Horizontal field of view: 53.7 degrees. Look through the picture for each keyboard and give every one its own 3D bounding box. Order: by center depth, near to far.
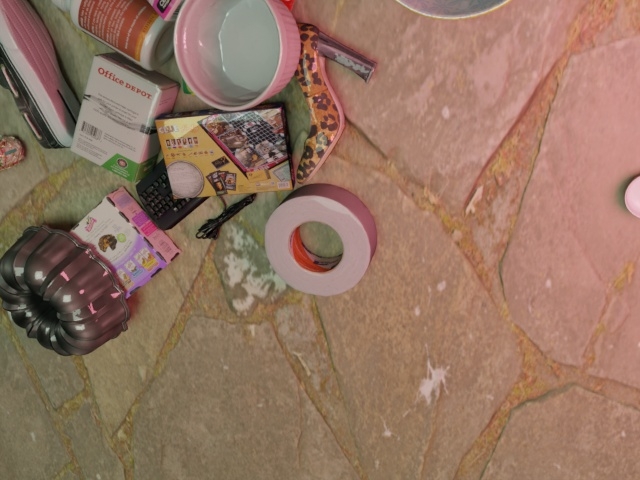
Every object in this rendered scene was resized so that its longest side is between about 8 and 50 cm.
[{"bbox_3d":[-0.234,-0.114,1.306,0.317,0.033,0.201,-36,101,28],"label":"keyboard"}]

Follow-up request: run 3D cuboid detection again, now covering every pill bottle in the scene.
[{"bbox_3d":[-0.372,-0.415,1.154,0.216,0.121,0.121,31,119,1],"label":"pill bottle"}]

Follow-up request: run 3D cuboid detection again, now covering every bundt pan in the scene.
[{"bbox_3d":[-0.603,0.133,1.438,0.330,0.124,0.331,15,129,20],"label":"bundt pan"}]

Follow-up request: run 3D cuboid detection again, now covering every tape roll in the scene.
[{"bbox_3d":[0.000,0.000,1.264,0.219,0.072,0.219,6,115,14],"label":"tape roll"}]

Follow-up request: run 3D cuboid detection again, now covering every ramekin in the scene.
[{"bbox_3d":[-0.131,-0.326,1.061,0.207,0.109,0.207,7,108,23],"label":"ramekin"}]

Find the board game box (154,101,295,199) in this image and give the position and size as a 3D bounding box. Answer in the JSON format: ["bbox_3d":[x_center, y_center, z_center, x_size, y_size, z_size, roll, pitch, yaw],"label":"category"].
[{"bbox_3d":[-0.179,-0.170,1.215,0.243,0.042,0.165,-3,117,8],"label":"board game box"}]

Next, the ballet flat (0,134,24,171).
[{"bbox_3d":[-0.771,-0.178,1.413,0.240,0.077,0.091,-16,110,24],"label":"ballet flat"}]

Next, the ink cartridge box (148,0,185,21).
[{"bbox_3d":[-0.304,-0.560,1.043,0.175,0.069,0.371,-43,80,33],"label":"ink cartridge box"}]

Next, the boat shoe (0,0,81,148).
[{"bbox_3d":[-0.591,-0.331,1.260,0.119,0.121,0.335,-12,112,17],"label":"boat shoe"}]

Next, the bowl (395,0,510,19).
[{"bbox_3d":[0.207,-0.482,0.925,0.289,0.156,0.290,7,116,14],"label":"bowl"}]

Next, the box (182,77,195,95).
[{"bbox_3d":[-0.180,-0.320,1.178,0.179,0.043,0.105,8,117,18],"label":"box"}]

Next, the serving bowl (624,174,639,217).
[{"bbox_3d":[0.563,-0.080,1.079,0.083,0.027,0.083,7,117,14],"label":"serving bowl"}]

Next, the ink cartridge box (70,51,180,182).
[{"bbox_3d":[-0.387,-0.245,1.252,0.153,0.087,0.209,28,116,3],"label":"ink cartridge box"}]

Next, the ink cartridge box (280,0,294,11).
[{"bbox_3d":[-0.166,-0.481,1.096,0.275,0.060,0.239,27,118,3],"label":"ink cartridge box"}]

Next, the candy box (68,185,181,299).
[{"bbox_3d":[-0.436,0.007,1.401,0.164,0.070,0.196,-35,101,28],"label":"candy box"}]

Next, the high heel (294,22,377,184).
[{"bbox_3d":[-0.037,-0.248,1.141,0.186,0.093,0.261,28,105,-2],"label":"high heel"}]
